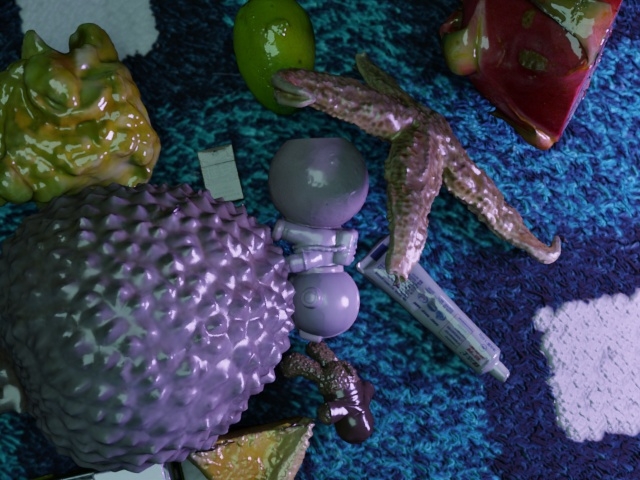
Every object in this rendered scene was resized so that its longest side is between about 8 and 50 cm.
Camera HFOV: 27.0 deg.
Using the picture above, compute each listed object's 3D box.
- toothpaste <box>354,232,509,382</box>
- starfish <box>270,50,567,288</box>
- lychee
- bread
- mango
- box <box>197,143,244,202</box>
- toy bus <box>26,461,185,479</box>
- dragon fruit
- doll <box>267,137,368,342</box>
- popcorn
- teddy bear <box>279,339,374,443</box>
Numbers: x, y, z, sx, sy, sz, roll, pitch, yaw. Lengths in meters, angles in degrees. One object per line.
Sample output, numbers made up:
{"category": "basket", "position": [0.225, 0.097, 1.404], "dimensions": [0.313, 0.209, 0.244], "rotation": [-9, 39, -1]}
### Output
{"category": "toothpaste", "position": [0.168, 0.104, 1.903], "dimensions": [0.268, 0.047, 0.069], "rotation": [44, 105, 6]}
{"category": "starfish", "position": [0.129, -0.097, 1.826], "dimensions": [0.432, 0.324, 0.082], "rotation": [52, 128, 6]}
{"category": "lychee", "position": [-0.243, 0.108, 1.748], "dimensions": [0.432, 0.380, 0.380], "rotation": [-24, 85, -15]}
{"category": "bread", "position": [-0.110, 0.288, 1.840], "dimensions": [0.160, 0.140, 0.169], "rotation": [29, 82, -9]}
{"category": "mango", "position": [-0.062, -0.268, 1.909], "dimensions": [0.119, 0.100, 0.178], "rotation": [-13, 93, -3]}
{"category": "box", "position": [-0.144, -0.093, 1.931], "dimensions": [0.053, 0.024, 0.083], "rotation": [-14, 87, -1]}
{"category": "toy bus", "position": [-0.336, 0.368, 1.834], "dimensions": [0.301, 0.139, 0.113], "rotation": [-13, 86, -1]}
{"category": "dragon fruit", "position": [0.284, -0.299, 1.824], "dimensions": [0.225, 0.305, 0.305], "rotation": [26, 86, 9]}
{"category": "doll", "position": [0.000, 0.000, 1.869], "dimensions": [0.150, 0.151, 0.287], "rotation": [-2, 89, 0]}
{"category": "popcorn", "position": [-0.367, -0.157, 1.837], "dimensions": [0.250, 0.235, 0.242], "rotation": [-20, 57, -23]}
{"category": "teddy bear", "position": [0.027, 0.207, 1.865], "dimensions": [0.078, 0.119, 0.160], "rotation": [-39, 84, 39]}
